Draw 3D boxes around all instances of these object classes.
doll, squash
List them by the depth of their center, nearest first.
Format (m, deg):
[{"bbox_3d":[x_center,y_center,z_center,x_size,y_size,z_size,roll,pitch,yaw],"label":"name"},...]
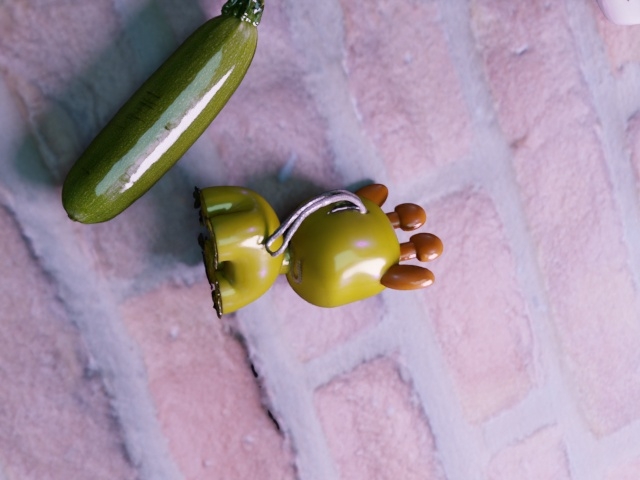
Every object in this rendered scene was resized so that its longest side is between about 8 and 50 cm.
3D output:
[{"bbox_3d":[-0.127,-0.112,0.770,0.066,0.066,0.252,43,84,-22],"label":"squash"},{"bbox_3d":[0.000,0.000,0.813,0.221,0.143,0.135,-6,131,-14],"label":"doll"}]

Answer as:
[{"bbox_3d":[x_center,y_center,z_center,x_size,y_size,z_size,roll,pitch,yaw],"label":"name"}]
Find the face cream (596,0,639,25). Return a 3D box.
[{"bbox_3d":[0.255,-0.367,0.844,0.102,0.102,0.345,-31,111,-13],"label":"face cream"}]
